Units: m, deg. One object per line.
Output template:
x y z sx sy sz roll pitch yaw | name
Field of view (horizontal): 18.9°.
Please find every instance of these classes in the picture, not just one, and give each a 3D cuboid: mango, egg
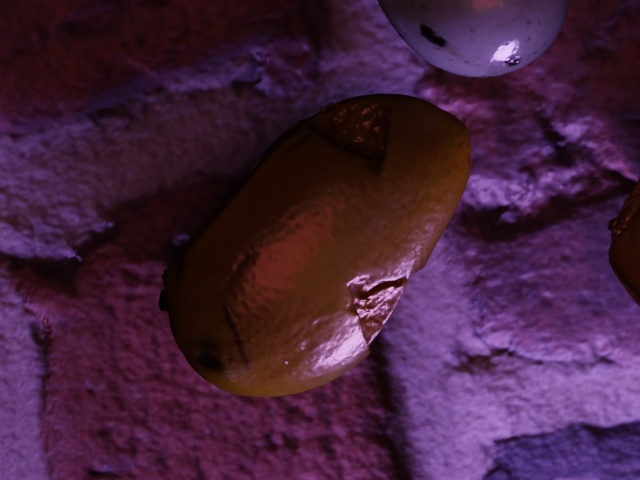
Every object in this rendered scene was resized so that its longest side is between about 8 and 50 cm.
0.000 0.000 1.395 0.167 0.130 0.262 36 98 -20 | mango
0.099 -0.191 1.345 0.131 0.131 0.164 -43 83 10 | egg

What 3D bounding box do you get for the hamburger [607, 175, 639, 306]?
0.313 -0.016 1.370 0.108 0.214 0.214 30 105 -38 | hamburger
